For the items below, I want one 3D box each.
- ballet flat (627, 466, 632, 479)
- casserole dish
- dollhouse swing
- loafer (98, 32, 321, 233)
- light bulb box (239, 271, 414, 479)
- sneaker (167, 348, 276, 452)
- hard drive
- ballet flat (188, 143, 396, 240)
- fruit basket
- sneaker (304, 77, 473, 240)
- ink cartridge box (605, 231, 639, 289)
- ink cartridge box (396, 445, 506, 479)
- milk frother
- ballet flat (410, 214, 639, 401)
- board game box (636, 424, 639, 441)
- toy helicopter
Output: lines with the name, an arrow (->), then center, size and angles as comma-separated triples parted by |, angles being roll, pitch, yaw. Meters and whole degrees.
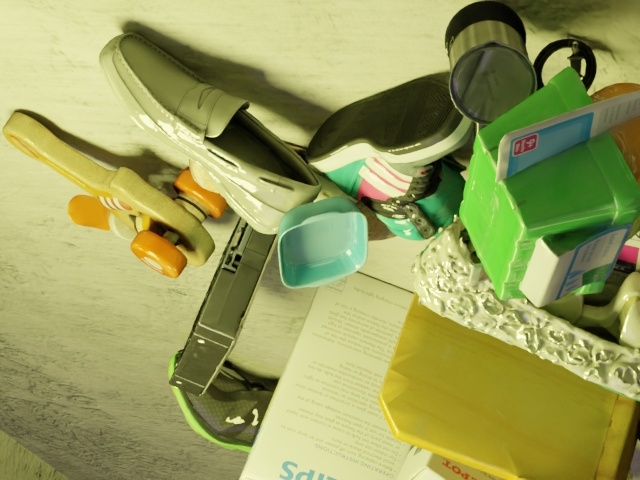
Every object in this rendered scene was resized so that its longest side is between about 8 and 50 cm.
ballet flat -> 0.291, 0.355, 2.535 | 0.482, 0.164, 0.182 | 3, 135, 42
casserole dish -> 0.000, 0.000, 1.822 | 0.114, 0.037, 0.188 | -15, 152, -6
dollhouse swing -> 0.266, 0.203, 1.945 | 0.305, 0.347, 0.315 | 13, 156, 16
loafer -> -0.130, -0.145, 1.802 | 0.319, 0.112, 0.111 | 41, 133, -7
light bulb box -> 0.032, 0.285, 2.314 | 0.225, 0.361, 0.358 | 21, 158, 3
sneaker -> -0.070, 0.331, 2.806 | 0.483, 0.185, 0.202 | 33, 119, -9
hard drive -> -0.134, 0.079, 2.163 | 0.064, 0.237, 0.339 | 22, 156, -4
ballet flat -> -0.032, -0.080, 1.901 | 0.316, 0.107, 0.106 | 14, 149, 14
fruit basket -> 0.321, -0.066, 1.430 | 0.353, 0.165, 0.327 | -14, 157, -7
sneaker -> 0.122, -0.082, 1.723 | 0.178, 0.124, 0.295 | 38, 160, -23
ink cartridge box -> 0.309, -0.029, 1.733 | 0.234, 0.088, 0.193 | 16, 158, 15
ink cartridge box -> 0.236, 0.313, 2.090 | 0.197, 0.273, 0.114 | 35, 131, -3
milk frother -> 0.200, -0.165, 1.451 | 0.143, 0.135, 0.129 | -16, 115, 10
ballet flat -> 0.305, 0.082, 1.715 | 0.409, 0.147, 0.147 | 20, 157, 2
board game box -> 0.511, 0.254, 2.084 | 0.042, 0.165, 0.243 | 8, 154, 29
toy helicopter -> -0.310, -0.074, 2.169 | 0.355, 0.140, 0.235 | 34, 165, -1
